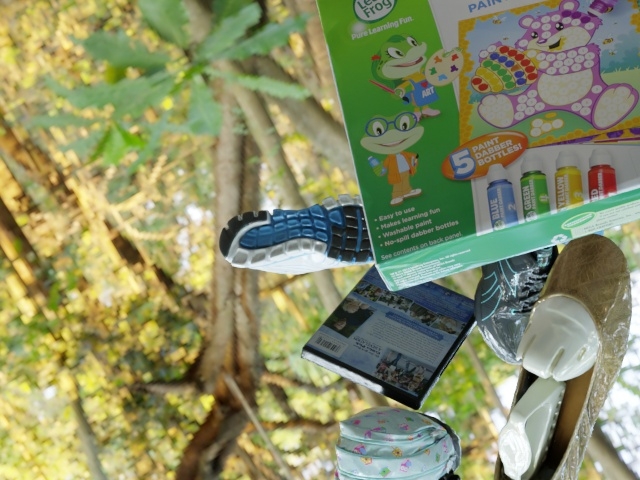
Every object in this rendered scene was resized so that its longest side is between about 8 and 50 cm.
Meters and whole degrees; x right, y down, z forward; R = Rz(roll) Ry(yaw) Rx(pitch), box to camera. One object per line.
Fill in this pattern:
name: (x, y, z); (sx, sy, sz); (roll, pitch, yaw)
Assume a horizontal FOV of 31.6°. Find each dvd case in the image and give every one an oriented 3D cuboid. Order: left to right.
dvd case: (0.108, 0.127, 1.606); (0.180, 0.022, 0.253); (24, -142, 17)

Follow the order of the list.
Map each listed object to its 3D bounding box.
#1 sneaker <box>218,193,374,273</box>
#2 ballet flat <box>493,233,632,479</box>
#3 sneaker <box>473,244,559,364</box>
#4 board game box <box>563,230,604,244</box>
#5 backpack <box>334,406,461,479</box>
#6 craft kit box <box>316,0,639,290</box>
sneaker: (0.000, 0.000, 1.140); (0.190, 0.071, 0.083); (-2, 163, 17)
ballet flat: (0.257, 0.161, 1.263); (0.116, 0.342, 0.124); (29, -150, 33)
sneaker: (0.276, 0.051, 1.587); (0.101, 0.267, 0.106); (-19, -163, -36)
board game box: (0.342, -0.104, 1.635); (0.039, 0.211, 0.160); (-12, -164, -27)
backpack: (0.086, 0.276, 1.454); (0.152, 0.115, 0.182); (-2, -178, 30)
craft kit box: (0.138, -0.113, 0.821); (0.250, 0.061, 0.247); (-17, -121, 10)
